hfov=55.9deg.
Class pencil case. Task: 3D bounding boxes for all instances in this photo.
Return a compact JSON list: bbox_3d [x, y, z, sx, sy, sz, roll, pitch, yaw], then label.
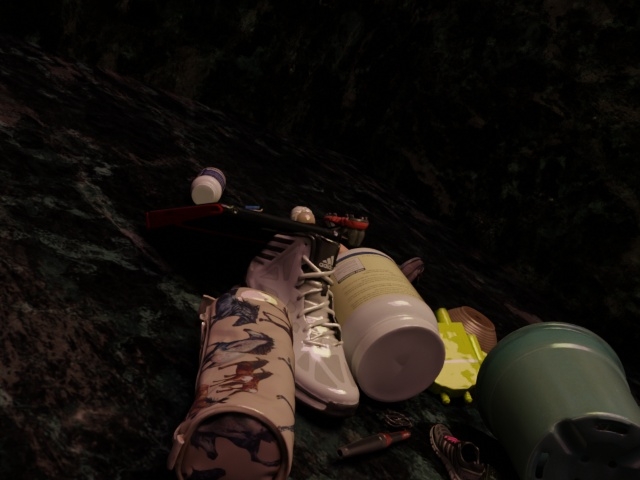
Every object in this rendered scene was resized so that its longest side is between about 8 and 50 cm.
[{"bbox_3d":[-0.132,0.226,0.966,0.183,0.160,0.410,11,20,-7],"label":"pencil case"}]

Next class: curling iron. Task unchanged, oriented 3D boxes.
[{"bbox_3d":[0.102,0.374,1.144,0.068,0.035,0.274,34,16,27],"label":"curling iron"}]

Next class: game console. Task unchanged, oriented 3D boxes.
[{"bbox_3d":[-0.192,-0.031,1.466,0.341,0.060,0.386,-8,-14,44],"label":"game console"}]

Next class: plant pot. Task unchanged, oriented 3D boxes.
[{"bbox_3d":[0.465,0.283,1.888,0.237,0.110,0.237,26,17,-9],"label":"plant pot"},{"bbox_3d":[0.515,0.390,1.242,0.341,0.341,0.334,30,15,-2],"label":"plant pot"}]

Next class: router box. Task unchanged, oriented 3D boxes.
[{"bbox_3d":[0.370,0.511,1.189,0.122,0.038,0.092,33,16,13],"label":"router box"}]

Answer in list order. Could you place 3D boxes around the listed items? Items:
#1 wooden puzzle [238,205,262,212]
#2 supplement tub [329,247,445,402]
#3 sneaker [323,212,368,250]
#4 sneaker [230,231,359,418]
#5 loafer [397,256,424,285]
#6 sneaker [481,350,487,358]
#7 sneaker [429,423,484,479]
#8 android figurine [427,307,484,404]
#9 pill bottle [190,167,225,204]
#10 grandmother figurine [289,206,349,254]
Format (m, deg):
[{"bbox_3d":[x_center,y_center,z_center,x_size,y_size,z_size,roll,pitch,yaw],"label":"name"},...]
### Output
[{"bbox_3d":[-0.173,-0.065,1.391,0.078,0.014,0.116,3,-6,-6],"label":"wooden puzzle"},{"bbox_3d":[0.127,0.186,1.384,0.235,0.236,0.325,22,19,-25],"label":"supplement tub"},{"bbox_3d":[0.077,-0.027,2.163,0.097,0.135,0.276,8,1,-24],"label":"sneaker"},{"bbox_3d":[-0.027,0.133,1.237,0.169,0.258,0.447,15,23,-42],"label":"sneaker"},{"bbox_3d":[0.290,0.133,2.081,0.095,0.109,0.302,55,30,13],"label":"loafer"},{"bbox_3d":[0.347,0.297,1.702,0.295,0.109,0.123,35,-1,15],"label":"sneaker"},{"bbox_3d":[0.281,0.426,1.222,0.063,0.075,0.170,23,18,-22],"label":"sneaker"},{"bbox_3d":[0.312,0.294,1.552,0.248,0.056,0.273,1,47,-20],"label":"android figurine"},{"bbox_3d":[-0.344,-0.159,1.835,0.094,0.094,0.169,27,17,-11],"label":"pill bottle"},{"bbox_3d":[0.000,0.000,1.951,0.207,0.104,0.342,28,16,-45],"label":"grandmother figurine"}]
